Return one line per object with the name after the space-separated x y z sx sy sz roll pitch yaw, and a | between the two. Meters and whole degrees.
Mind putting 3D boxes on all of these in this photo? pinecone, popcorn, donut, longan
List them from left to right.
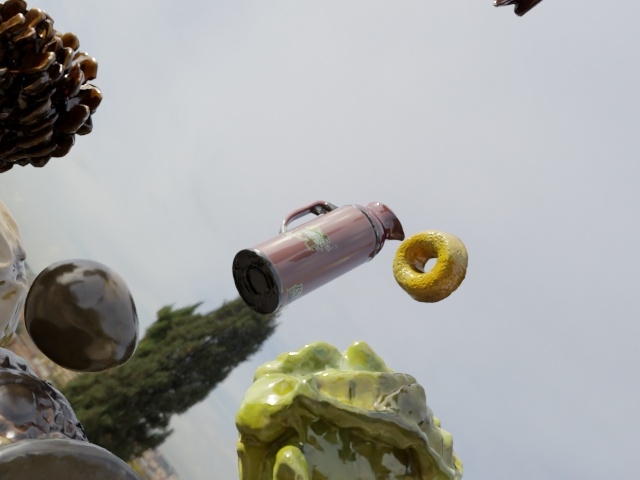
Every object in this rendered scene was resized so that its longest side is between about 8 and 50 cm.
-0.291 -0.149 0.658 0.173 0.173 0.173 45 -22 24 | pinecone
-0.209 0.068 0.628 0.113 0.092 0.113 49 -5 6 | longan
0.022 0.279 0.946 0.312 0.312 0.312 45 -22 24 | popcorn
0.199 0.045 1.317 0.058 0.152 0.152 26 4 -43 | donut

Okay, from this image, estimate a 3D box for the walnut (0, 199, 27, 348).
-0.652 0.069 1.090 0.383 0.383 0.383 45 -22 24 | walnut

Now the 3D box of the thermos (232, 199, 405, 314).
0.003 0.008 1.195 0.136 0.330 0.109 16 -60 42 | thermos

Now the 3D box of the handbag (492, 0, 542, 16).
0.399 -0.539 1.283 0.216 0.074 0.203 163 -63 -74 | handbag

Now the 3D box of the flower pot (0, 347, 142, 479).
-0.263 0.211 0.504 0.267 0.266 0.266 4 -51 45 | flower pot
